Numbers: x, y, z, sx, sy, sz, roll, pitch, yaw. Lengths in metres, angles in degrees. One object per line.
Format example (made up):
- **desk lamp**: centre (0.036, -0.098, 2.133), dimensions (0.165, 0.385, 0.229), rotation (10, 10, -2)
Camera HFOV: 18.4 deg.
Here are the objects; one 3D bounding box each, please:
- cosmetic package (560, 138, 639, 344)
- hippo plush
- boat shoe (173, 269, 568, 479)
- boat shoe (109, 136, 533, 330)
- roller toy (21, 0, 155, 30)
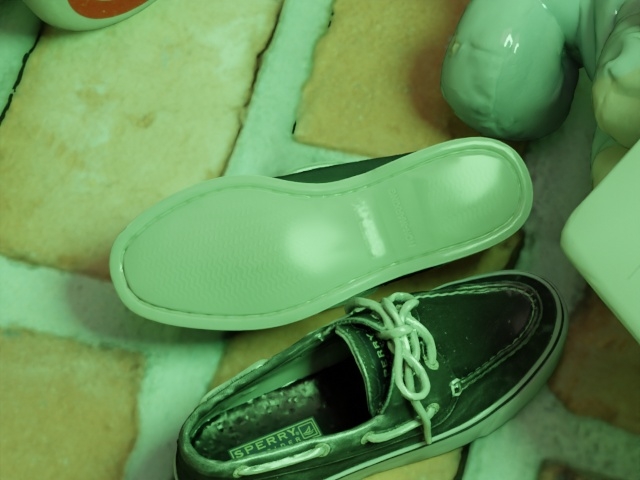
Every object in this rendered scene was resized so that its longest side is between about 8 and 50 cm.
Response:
- **cosmetic package**: centre (0.437, 0.022, 1.205), dimensions (0.327, 0.329, 0.394), rotation (-3, 48, -51)
- **hippo plush**: centre (0.208, -0.162, 1.428), dimensions (0.236, 0.234, 0.294), rotation (27, 80, 26)
- **boat shoe**: centre (0.039, 0.089, 1.343), dimensions (0.306, 0.105, 0.113), rotation (-20, 62, -14)
- **boat shoe**: centre (0.000, 0.000, 1.408), dimensions (0.302, 0.091, 0.114), rotation (-9, 86, -7)
- **roller toy**: centre (-0.172, -0.262, 1.493), dimensions (0.191, 0.209, 0.146), rotation (-29, 64, -34)
